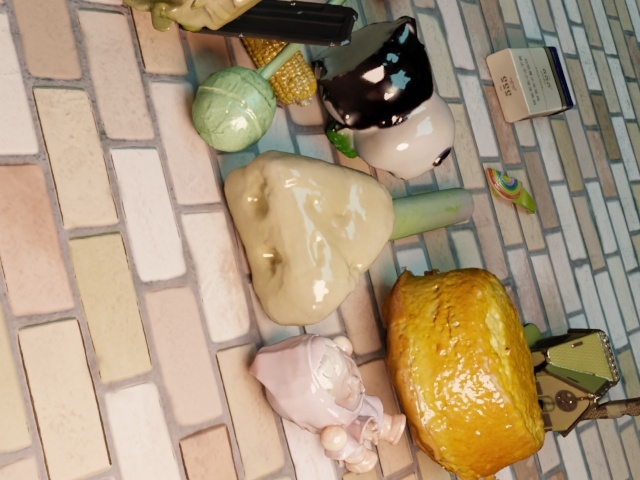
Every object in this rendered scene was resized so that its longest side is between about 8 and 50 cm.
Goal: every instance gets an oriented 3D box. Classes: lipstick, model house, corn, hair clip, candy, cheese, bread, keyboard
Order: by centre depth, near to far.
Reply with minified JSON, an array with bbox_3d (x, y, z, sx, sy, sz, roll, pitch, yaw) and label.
[{"bbox_3d":[-0.001,0.000,1.460,0.248,0.174,0.251,-3,77,-42],"label":"cheese"},{"bbox_3d":[-0.078,-0.333,1.466,0.016,0.262,0.106,89,12,-48],"label":"keyboard"},{"bbox_3d":[-0.041,-0.303,1.499,0.119,0.119,0.440,51,61,-24],"label":"candy"},{"bbox_3d":[-0.083,-0.319,1.568,0.238,0.080,0.080,58,40,-12],"label":"corn"},{"bbox_3d":[0.240,0.207,1.607,0.337,0.204,0.358,56,22,-47],"label":"bread"},{"bbox_3d":[0.180,-0.050,1.779,0.304,0.076,0.076,-14,87,-52],"label":"lipstick"},{"bbox_3d":[0.524,0.258,1.909,0.205,0.279,0.218,-21,93,-53],"label":"model house"},{"bbox_3d":[0.425,-0.101,2.128,0.188,0.033,0.060,26,57,-42],"label":"hair clip"}]

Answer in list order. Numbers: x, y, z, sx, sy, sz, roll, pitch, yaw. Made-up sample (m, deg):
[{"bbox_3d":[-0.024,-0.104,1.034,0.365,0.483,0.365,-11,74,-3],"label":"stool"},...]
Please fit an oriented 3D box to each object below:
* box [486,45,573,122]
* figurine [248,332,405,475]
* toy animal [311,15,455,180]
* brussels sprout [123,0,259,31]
[{"bbox_3d":[0.499,-0.372,2.295,0.259,0.071,0.168,-15,87,-52],"label":"box"},{"bbox_3d":[0.015,0.237,1.424,0.276,0.133,0.200,50,31,-32],"label":"figurine"},{"bbox_3d":[0.107,-0.227,1.668,0.266,0.212,0.212,63,38,-28],"label":"toy animal"},{"bbox_3d":[-0.190,-0.487,1.348,0.371,0.276,0.315,54,45,-20],"label":"brussels sprout"}]
